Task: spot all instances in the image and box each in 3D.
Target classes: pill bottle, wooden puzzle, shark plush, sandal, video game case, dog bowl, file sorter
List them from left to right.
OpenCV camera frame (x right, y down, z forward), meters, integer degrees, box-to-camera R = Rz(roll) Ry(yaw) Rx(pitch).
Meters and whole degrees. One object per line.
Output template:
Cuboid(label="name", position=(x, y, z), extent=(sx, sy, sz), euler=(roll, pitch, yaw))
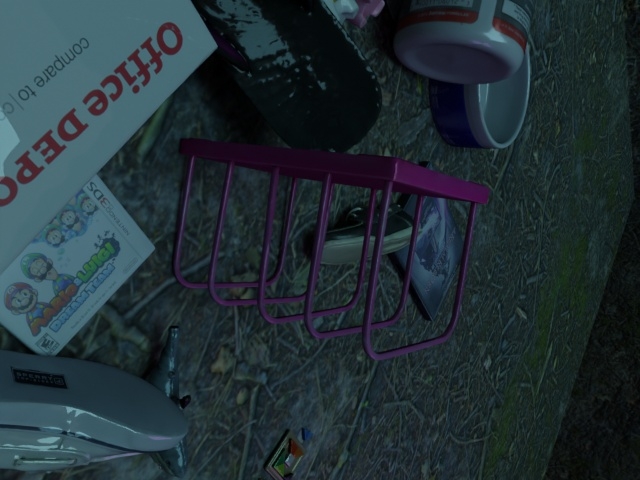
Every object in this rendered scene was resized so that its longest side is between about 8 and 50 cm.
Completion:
Cuboid(label="video game case", position=(-0.251, 0.012, 0.525), extent=(0.157, 0.019, 0.143), euler=(-54, 134, -30))
Cuboid(label="shark plush", position=(-0.165, 0.179, 0.625), extent=(0.073, 0.067, 0.161), euler=(20, 81, -51))
Cuboid(label="sandal", position=(-0.081, -0.239, 0.521), extent=(0.167, 0.107, 0.446), euler=(-44, 125, 12))
Cuboid(label="wooden puzzle", position=(-0.050, 0.336, 0.842), extent=(0.116, 0.014, 0.078), euler=(-59, 137, -26))
Cuboid(label="file sorter", position=(0.000, 0.000, 0.623), extent=(0.202, 0.291, 0.182), euler=(4, 97, -51))
Cuboid(label="video game case", position=(0.213, 0.008, 1.100), extent=(0.196, 0.026, 0.274), euler=(-59, 136, -26))
Cuboid(label="pill bottle", position=(0.254, -0.460, 0.893), extent=(0.210, 0.210, 0.363), euler=(14, 89, -52))
Cuboid(label="dog bowl", position=(0.327, -0.319, 1.114), extent=(0.265, 0.104, 0.265), euler=(-14, 108, -49))

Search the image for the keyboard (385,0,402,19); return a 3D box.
Cuboid(label="keyboard", position=(0.162, -0.494, 0.946), extent=(0.072, 0.014, 0.256), euler=(48, 61, -44))

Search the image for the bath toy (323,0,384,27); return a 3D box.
Cuboid(label="bath toy", position=(0.026, -0.358, 0.725), extent=(0.348, 0.129, 0.151), euler=(-45, 174, -34))

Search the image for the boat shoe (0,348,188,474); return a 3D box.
Cuboid(label="boat shoe", position=(-0.247, 0.167, 0.500), extent=(0.267, 0.096, 0.088), euler=(28, 102, -48))

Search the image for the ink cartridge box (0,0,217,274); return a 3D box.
Cuboid(label="ink cartridge box", position=(-0.281, -0.194, 0.333), extent=(0.279, 0.160, 0.384), euler=(-57, 136, -27))

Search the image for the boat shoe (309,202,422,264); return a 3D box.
Cuboid(label="boat shoe", position=(0.065, -0.014, 0.887), extent=(0.233, 0.084, 0.079), euler=(-13, 69, -43))
